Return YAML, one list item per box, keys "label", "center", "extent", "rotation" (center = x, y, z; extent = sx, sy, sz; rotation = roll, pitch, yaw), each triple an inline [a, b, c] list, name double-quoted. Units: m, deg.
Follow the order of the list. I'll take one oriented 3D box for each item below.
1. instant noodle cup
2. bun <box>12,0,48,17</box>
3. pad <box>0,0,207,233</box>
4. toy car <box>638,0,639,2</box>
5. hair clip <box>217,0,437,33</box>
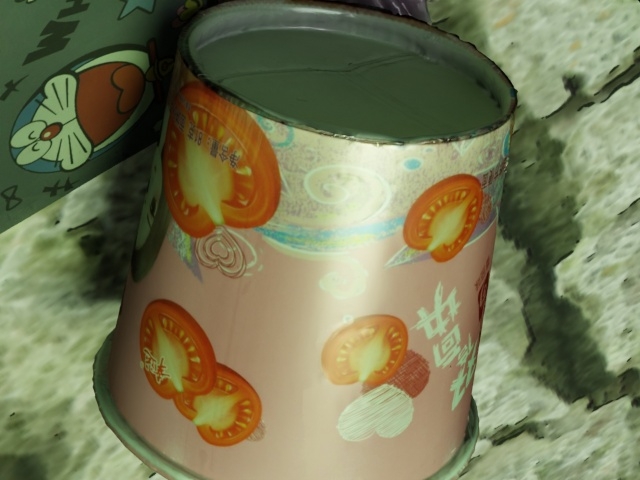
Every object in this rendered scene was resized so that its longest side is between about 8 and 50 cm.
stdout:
- label: "instant noodle cup"
  center: [0.000, 0.000, 0.889]
  extent: [0.243, 0.243, 0.231]
  rotation: [-7, 124, -29]
- label: "bun"
  center: [-0.207, -0.180, 0.752]
  extent: [0.237, 0.116, 0.210]
  rotation: [-39, 130, -10]
- label: "pad"
  center: [-0.133, -0.098, 0.838]
  extent: [0.170, 0.006, 0.245]
  rotation: [-32, 157, -15]
- label: "toy car"
  center: [0.346, -0.168, 1.101]
  extent: [0.305, 0.136, 0.125]
  rotation: [-7, 140, -28]
- label: "hair clip"
  center: [0.071, -0.200, 0.945]
  extent: [0.300, 0.069, 0.173]
  rotation: [-19, 126, -22]
